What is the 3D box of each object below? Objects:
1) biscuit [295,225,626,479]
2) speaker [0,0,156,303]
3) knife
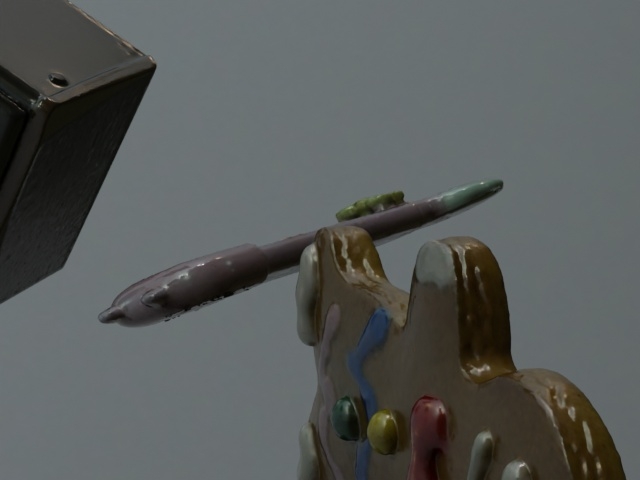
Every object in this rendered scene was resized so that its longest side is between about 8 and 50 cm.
[{"bbox_3d":[0.036,0.065,0.498,0.031,0.205,0.138,-4,-77,-24],"label":"biscuit"},{"bbox_3d":[-0.273,-0.076,1.237,0.231,0.153,0.192,-61,-11,28],"label":"speaker"},{"bbox_3d":[0.000,-0.001,1.058,0.398,0.132,0.038,-19,-95,-55],"label":"knife"}]
